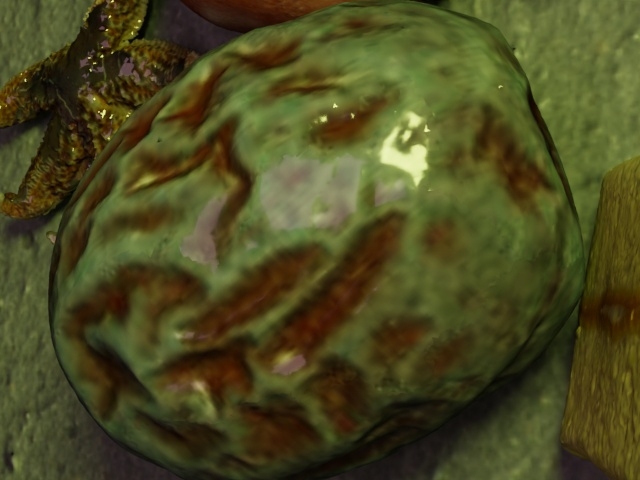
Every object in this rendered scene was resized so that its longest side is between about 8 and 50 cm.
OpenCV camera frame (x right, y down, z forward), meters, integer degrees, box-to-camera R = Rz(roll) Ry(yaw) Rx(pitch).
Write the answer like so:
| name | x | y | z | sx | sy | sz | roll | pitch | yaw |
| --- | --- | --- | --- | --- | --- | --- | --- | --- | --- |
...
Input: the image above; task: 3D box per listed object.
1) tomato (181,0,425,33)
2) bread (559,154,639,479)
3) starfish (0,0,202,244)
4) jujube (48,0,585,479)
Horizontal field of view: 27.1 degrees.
| name | x | y | z | sx | sy | sz | roll | pitch | yaw |
| --- | --- | --- | --- | --- | --- | --- | --- | --- | --- |
| tomato | -0.011 | -0.230 | 0.772 | 0.232 | 0.189 | 0.232 | -1 | 89 | 34 |
| bread | 0.151 | 0.032 | 0.597 | 0.163 | 0.264 | 0.167 | 8 | 86 | 34 |
| starfish | -0.156 | -0.106 | 0.945 | 0.216 | 0.071 | 0.238 | 22 | 110 | 29 |
| jujube | -0.003 | 0.002 | 0.733 | 0.308 | 0.215 | 0.246 | -43 | 68 | 26 |
